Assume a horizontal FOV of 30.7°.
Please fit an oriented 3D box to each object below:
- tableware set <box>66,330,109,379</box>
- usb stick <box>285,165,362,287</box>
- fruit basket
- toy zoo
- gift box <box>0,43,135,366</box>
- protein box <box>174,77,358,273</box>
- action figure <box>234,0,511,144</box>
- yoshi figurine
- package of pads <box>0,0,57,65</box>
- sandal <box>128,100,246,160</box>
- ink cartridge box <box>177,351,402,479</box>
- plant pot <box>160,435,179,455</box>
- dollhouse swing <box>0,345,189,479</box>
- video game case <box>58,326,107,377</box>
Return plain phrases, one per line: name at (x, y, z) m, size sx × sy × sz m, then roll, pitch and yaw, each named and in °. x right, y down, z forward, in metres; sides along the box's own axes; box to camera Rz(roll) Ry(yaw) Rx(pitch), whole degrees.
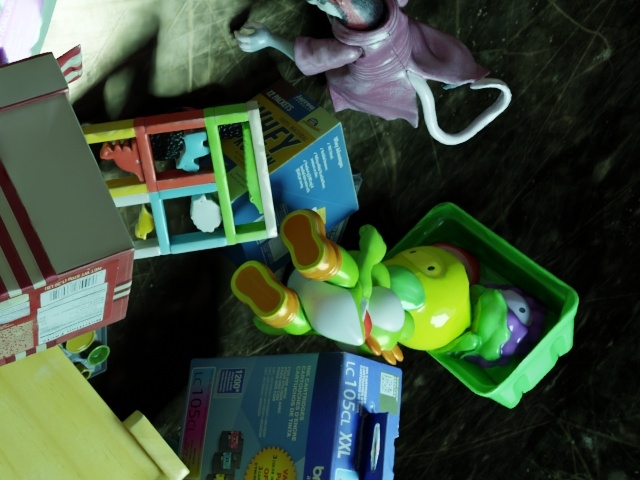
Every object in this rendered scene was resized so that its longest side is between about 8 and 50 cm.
tableware set at (-0.361, 0.159, 1.645) m, size 0.104 × 0.024 × 0.154 m, roll -44°, pitch 147°, yaw -7°
usb stick at (0.000, 0.000, 1.948) m, size 0.077 × 0.045 × 0.278 m, roll -7°, pitch 129°, yaw -37°
fruit basket at (0.228, 0.093, 2.020) m, size 0.283 × 0.392 × 0.392 m, roll -44°, pitch 147°, yaw -7°
toy zoo at (-0.212, -0.069, 1.509) m, size 0.293 × 0.030 × 0.192 m, roll -8°, pitch 121°, yaw -3°
gift box at (-0.325, -0.038, 1.150) m, size 0.255 × 0.258 × 0.276 m, roll -20°, pitch 163°, yaw -24°
protein box at (-0.073, -0.084, 1.691) m, size 0.201 × 0.136 × 0.199 m, roll -37°, pitch 145°, yaw -17°
action figure at (0.072, -0.255, 1.586) m, size 0.248 × 0.276 × 0.370 m, roll -45°, pitch 161°, yaw 4°
yoshi figurine at (0.014, 0.066, 1.728) m, size 0.362 × 0.204 × 0.203 m, roll 33°, pitch 62°, yaw -55°
package of pads at (-0.413, -0.241, 1.171) m, size 0.296 × 0.101 × 0.229 m, roll -1°, pitch 123°, yaw -48°
sandal at (-0.183, -0.153, 1.578) m, size 0.179 × 0.040 × 0.067 m, roll -17°, pitch 131°, yaw -33°
ink cartridge box at (-0.032, 0.311, 1.751) m, size 0.151 × 0.395 × 0.270 m, roll 23°, pitch 67°, yaw -46°
plant pot at (-0.266, 0.471, 1.945) m, size 0.272 × 0.272 × 0.255 m, roll -35°, pitch 129°, yaw -20°
dollhouse swing at (-0.418, 0.334, 1.628) m, size 0.347 × 0.305 × 0.315 m, roll -42°, pitch 177°, yaw -17°
video game case at (-0.410, 0.129, 1.610) m, size 0.248 × 0.035 × 0.274 m, roll -25°, pitch 140°, yaw -33°
